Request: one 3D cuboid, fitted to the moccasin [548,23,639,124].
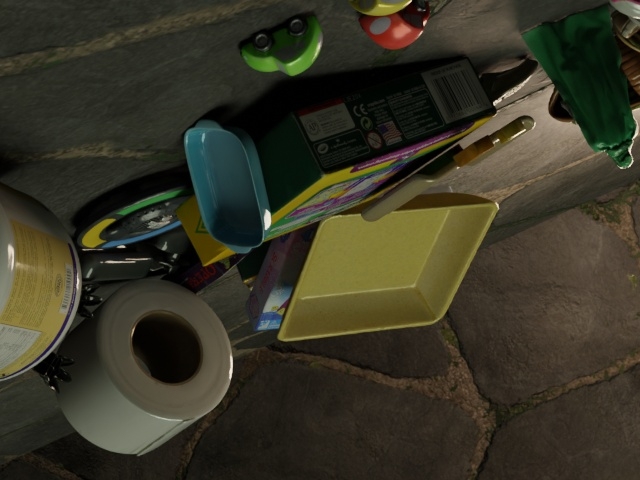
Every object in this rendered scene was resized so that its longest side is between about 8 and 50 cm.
[{"bbox_3d":[0.505,-0.282,2.135,0.147,0.139,0.380,-25,-177,-39],"label":"moccasin"}]

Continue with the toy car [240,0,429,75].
[{"bbox_3d":[0.020,-0.237,1.555,0.225,0.053,0.239,-23,169,5],"label":"toy car"}]

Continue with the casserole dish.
[{"bbox_3d":[-0.116,-0.075,1.785,0.114,0.188,0.037,7,-150,39],"label":"casserole dish"}]

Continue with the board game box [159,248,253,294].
[{"bbox_3d":[-0.221,0.060,2.371,0.347,0.056,0.208,-32,-169,43],"label":"board game box"}]

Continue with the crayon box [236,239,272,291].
[{"bbox_3d":[0.000,0.000,2.602,0.323,0.083,0.203,-21,169,0],"label":"crayon box"}]

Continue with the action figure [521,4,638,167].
[{"bbox_3d":[0.390,-0.209,1.953,0.137,0.232,0.063,-21,170,-5],"label":"action figure"}]

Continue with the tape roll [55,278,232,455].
[{"bbox_3d":[-0.286,0.204,2.208,0.246,0.246,0.169,-12,162,-42],"label":"tape roll"}]

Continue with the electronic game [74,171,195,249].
[{"bbox_3d":[-0.249,-0.040,2.003,0.229,0.048,0.229,-21,169,-4],"label":"electronic game"}]

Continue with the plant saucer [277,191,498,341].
[{"bbox_3d":[0.101,0.031,2.379,0.333,0.081,0.332,-5,140,-24],"label":"plant saucer"}]

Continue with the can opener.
[{"bbox_3d":[-0.298,0.014,2.164,0.280,0.074,0.093,-8,129,-58],"label":"can opener"}]

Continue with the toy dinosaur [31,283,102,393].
[{"bbox_3d":[-0.469,0.120,2.060,0.218,0.164,0.322,18,-164,24],"label":"toy dinosaur"}]

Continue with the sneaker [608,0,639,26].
[{"bbox_3d":[0.456,-0.327,1.853,0.252,0.103,0.111,-10,163,-45],"label":"sneaker"}]

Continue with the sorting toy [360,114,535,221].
[{"bbox_3d":[0.203,-0.125,2.004,0.229,0.041,0.307,-29,178,-28],"label":"sorting toy"}]

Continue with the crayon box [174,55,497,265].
[{"bbox_3d":[0.021,-0.113,1.940,0.363,0.106,0.313,-22,173,-42],"label":"crayon box"}]

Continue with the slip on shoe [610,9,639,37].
[{"bbox_3d":[0.480,-0.346,1.982,0.135,0.041,0.051,-38,166,-9],"label":"slip on shoe"}]

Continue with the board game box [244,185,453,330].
[{"bbox_3d":[0.055,0.034,2.485,0.319,0.066,0.318,-4,141,-25],"label":"board game box"}]

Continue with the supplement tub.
[{"bbox_3d":[-0.422,0.033,1.498,0.241,0.241,0.331,-23,169,5],"label":"supplement tub"}]

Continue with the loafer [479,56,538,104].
[{"bbox_3d":[0.266,-0.237,2.072,0.148,0.050,0.056,-36,175,-10],"label":"loafer"}]
